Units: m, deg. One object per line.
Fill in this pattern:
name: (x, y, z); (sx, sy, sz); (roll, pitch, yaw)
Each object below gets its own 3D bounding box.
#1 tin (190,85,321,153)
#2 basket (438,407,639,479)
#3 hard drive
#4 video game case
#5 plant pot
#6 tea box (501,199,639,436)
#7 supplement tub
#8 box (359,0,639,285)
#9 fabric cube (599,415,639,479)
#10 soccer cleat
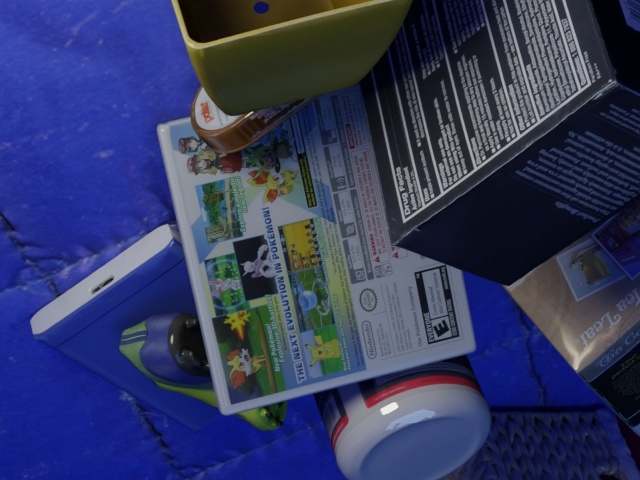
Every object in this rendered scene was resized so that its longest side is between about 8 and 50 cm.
tin: (-0.054, -0.166, 1.731); (0.189, 0.106, 0.040); (-35, 128, 15)
basket: (0.302, 0.461, 2.472); (0.266, 0.328, 0.331); (6, 135, -25)
hard drive: (-0.171, 0.115, 2.057); (0.210, 0.040, 0.318); (-34, 140, 15)
video game case: (0.000, 0.000, 1.847); (0.300, 0.036, 0.329); (-14, 101, -10)
plant pot: (-0.044, -0.238, 1.586); (0.212, 0.212, 0.187); (-16, 154, -8)
tea box: (0.410, 0.025, 2.013); (0.329, 0.220, 0.323); (-41, 149, 5)
supplement tub: (0.076, 0.145, 2.018); (0.191, 0.272, 0.191); (-13, 144, -10)
box: (0.203, -0.163, 1.664); (0.182, 0.296, 0.294); (21, 137, -38)
fabric cube: (0.589, 0.407, 2.598); (0.258, 0.254, 0.259); (-4, 139, -19)
soccer cleat: (-0.135, 0.158, 2.043); (0.121, 0.093, 0.289); (-5, 155, 29)
